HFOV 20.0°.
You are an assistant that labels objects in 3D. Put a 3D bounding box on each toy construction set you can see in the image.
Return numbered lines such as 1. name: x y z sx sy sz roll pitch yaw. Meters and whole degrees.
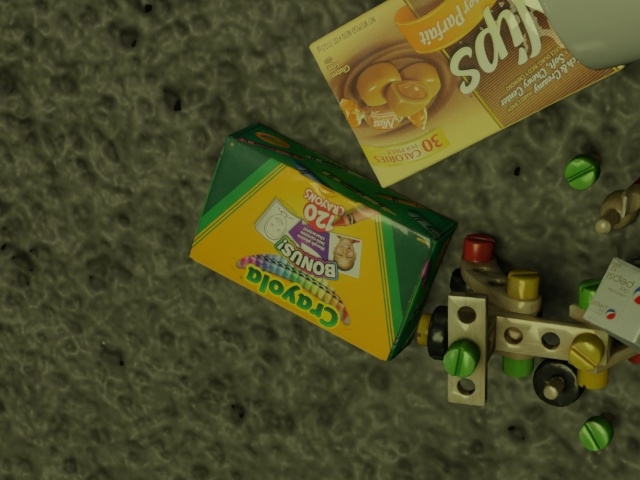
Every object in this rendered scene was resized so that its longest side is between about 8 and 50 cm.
1. toy construction set: 0.244 0.063 1.918 0.257 0.237 0.309 34 117 13

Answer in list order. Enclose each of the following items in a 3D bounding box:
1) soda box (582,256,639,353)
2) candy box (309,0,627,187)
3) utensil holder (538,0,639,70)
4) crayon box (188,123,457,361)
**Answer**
1. soda box: 0.357 0.090 1.877 0.069 0.216 0.074 28 89 38
2. candy box: 0.165 -0.206 1.958 0.316 0.087 0.183 -26 93 29
3. utensil holder: 0.391 -0.349 1.657 0.385 0.327 0.328 -16 98 25
4. crayon box: 0.000 0.000 2.103 0.278 0.081 0.165 27 115 16
